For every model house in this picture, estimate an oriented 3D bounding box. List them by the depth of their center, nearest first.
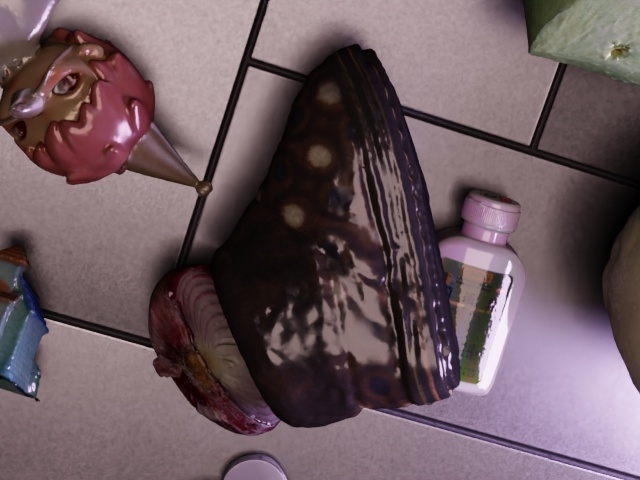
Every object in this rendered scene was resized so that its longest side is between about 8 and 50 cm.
[{"bbox_3d":[-0.354,0.077,1.605,0.148,0.119,0.148,17,77,13],"label":"model house"}]

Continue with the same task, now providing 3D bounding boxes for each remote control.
[{"bbox_3d":[-0.043,0.357,1.739,0.077,0.022,0.245,-25,105,-1],"label":"remote control"}]

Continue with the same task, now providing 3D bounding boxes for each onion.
[{"bbox_3d":[-0.117,0.121,1.639,0.098,0.151,0.205,-24,97,35],"label":"onion"}]

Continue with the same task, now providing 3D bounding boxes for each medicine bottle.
[{"bbox_3d":[0.161,0.055,1.660,0.115,0.078,0.219,16,102,-2],"label":"medicine bottle"}]

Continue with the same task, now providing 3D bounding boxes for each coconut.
[{"bbox_3d":[0.332,-0.291,1.499,0.329,0.281,0.328,-22,139,-20],"label":"coconut"}]

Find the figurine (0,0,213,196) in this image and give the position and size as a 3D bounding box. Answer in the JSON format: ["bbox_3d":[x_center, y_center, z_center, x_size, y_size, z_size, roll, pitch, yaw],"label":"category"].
[{"bbox_3d":[-0.278,-0.155,1.518,0.207,0.166,0.387,-41,102,22],"label":"figurine"}]

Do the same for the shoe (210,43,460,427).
[{"bbox_3d":[0.000,0.000,1.571,0.237,0.171,0.383,-12,89,7],"label":"shoe"}]

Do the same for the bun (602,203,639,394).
[{"bbox_3d":[0.458,0.047,1.621,0.365,0.219,0.365,-6,106,-22],"label":"bun"}]
